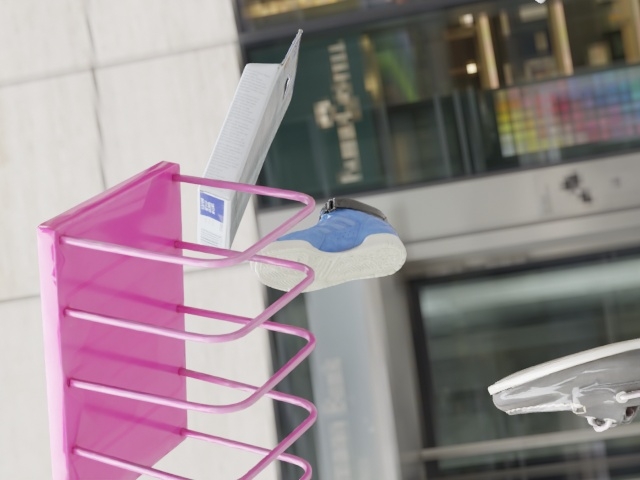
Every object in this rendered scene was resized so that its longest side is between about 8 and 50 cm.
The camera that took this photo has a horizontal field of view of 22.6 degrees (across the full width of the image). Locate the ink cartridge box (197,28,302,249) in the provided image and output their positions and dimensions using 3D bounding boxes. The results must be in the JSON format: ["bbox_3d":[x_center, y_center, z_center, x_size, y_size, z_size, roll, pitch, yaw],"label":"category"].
[{"bbox_3d":[-0.086,-0.117,1.868,0.223,0.045,0.224,104,-173,-72],"label":"ink cartridge box"}]

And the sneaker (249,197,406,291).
[{"bbox_3d":[0.000,0.001,1.558,0.084,0.152,0.058,-114,19,-52],"label":"sneaker"}]

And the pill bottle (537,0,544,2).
[{"bbox_3d":[0.206,-0.287,1.210,0.117,0.215,0.117,38,-169,-9],"label":"pill bottle"}]

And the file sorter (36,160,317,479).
[{"bbox_3d":[-0.113,0.105,1.437,0.202,0.182,0.290,-36,-49,-57],"label":"file sorter"}]

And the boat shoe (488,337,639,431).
[{"bbox_3d":[0.319,0.129,1.461,0.112,0.335,0.095,4,-110,-70],"label":"boat shoe"}]
